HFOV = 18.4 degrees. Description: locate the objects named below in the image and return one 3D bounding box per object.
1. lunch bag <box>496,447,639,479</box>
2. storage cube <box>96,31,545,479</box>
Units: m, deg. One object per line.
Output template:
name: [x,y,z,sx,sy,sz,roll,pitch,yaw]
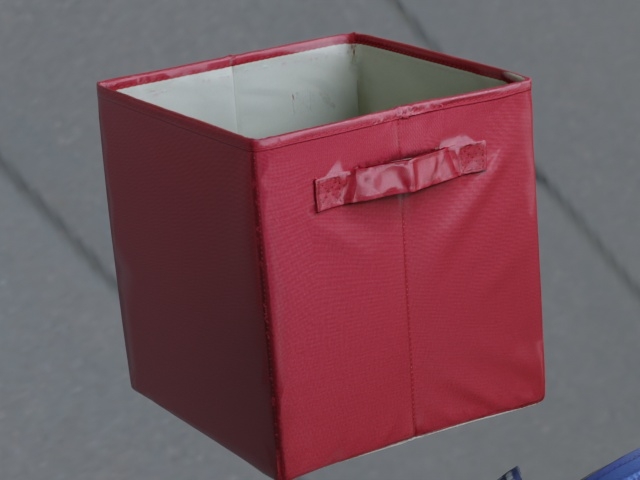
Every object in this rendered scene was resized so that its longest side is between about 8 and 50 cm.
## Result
lunch bag: [0.075,0.171,0.672,0.115,0.243,0.303,57,16,21]
storage cube: [0.000,0.000,1.127,0.183,0.215,0.193,-14,109,-29]
